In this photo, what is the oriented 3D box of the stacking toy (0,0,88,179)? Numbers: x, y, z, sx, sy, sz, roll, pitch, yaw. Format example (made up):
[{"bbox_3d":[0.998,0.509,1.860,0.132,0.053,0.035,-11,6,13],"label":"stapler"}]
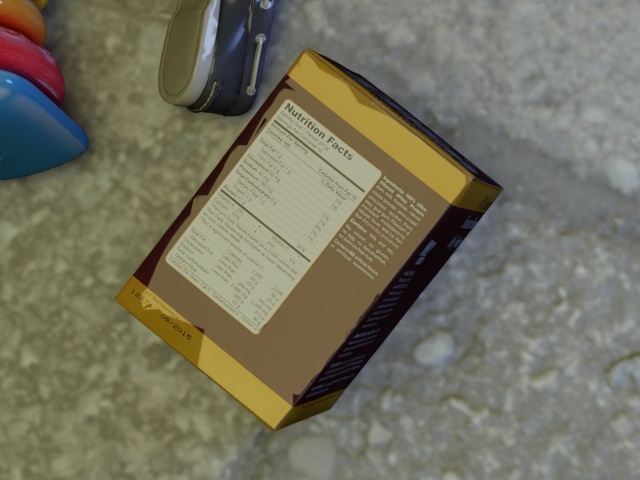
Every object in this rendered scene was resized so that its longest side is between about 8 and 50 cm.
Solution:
[{"bbox_3d":[-0.246,-0.205,1.351,0.175,0.166,0.302,0,74,15],"label":"stacking toy"}]

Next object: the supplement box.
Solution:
[{"bbox_3d":[0.000,0.000,1.262,0.129,0.191,0.194,39,96,9],"label":"supplement box"}]

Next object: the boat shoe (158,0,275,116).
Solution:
[{"bbox_3d":[-0.053,-0.184,1.354,0.065,0.075,0.206,18,86,-32],"label":"boat shoe"}]
